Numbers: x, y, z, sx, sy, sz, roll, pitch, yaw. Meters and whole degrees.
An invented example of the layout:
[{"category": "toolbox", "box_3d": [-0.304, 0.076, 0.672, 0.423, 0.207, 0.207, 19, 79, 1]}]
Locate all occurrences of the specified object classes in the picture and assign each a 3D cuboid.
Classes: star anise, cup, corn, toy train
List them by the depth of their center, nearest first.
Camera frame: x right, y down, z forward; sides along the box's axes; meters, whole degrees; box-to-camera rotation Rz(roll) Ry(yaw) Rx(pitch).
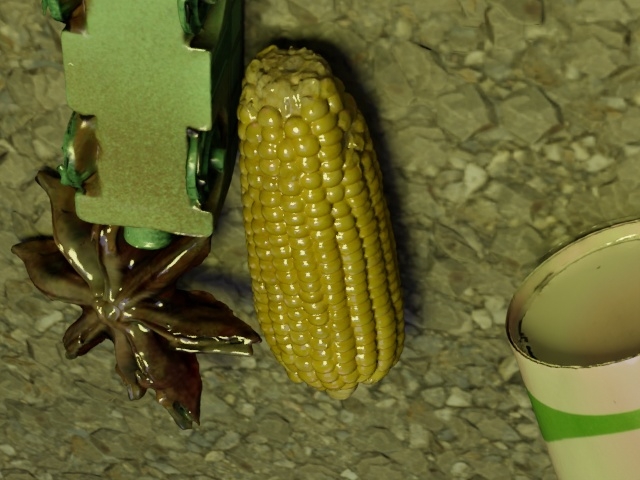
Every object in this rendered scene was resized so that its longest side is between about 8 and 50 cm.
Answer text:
[{"category": "toy train", "box_3d": [-0.127, -0.144, 1.042, 0.129, 0.159, 0.326, 8, 130, 7]}, {"category": "cup", "box_3d": [0.284, 0.142, 1.126, 0.253, 0.253, 0.274, -15, 120, 29]}, {"category": "corn", "box_3d": [0.000, 0.000, 1.154, 0.130, 0.130, 0.346, 4, 130, 15]}, {"category": "star anise", "box_3d": [-0.174, 0.051, 1.257, 0.288, 0.088, 0.288, 18, 122, 31]}]
